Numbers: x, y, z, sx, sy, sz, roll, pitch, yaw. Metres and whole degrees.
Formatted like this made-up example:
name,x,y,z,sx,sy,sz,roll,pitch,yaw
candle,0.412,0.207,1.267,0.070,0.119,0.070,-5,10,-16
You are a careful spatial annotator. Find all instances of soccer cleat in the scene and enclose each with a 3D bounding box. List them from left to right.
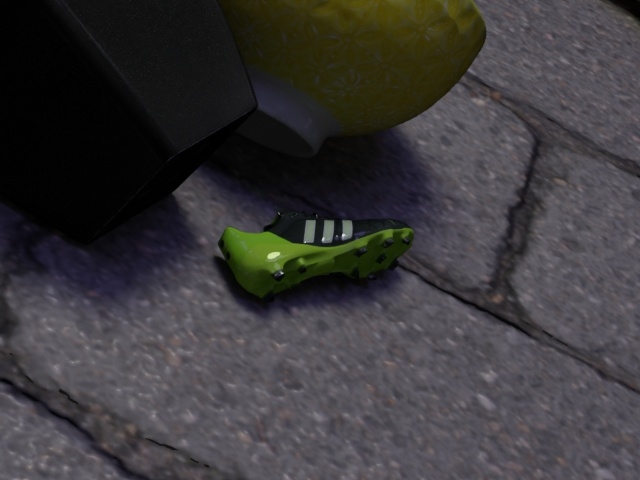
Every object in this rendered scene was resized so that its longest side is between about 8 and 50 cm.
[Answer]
name,x,y,z,sx,sy,sz,roll,pitch,yaw
soccer cleat,0.000,0.000,1.410,0.179,0.060,0.072,-11,51,-40

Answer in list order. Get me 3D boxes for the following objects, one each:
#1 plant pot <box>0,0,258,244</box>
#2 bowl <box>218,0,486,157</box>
name,x,y,z,sx,sy,sz,roll,pitch,yaw
plant pot,-0.163,-0.111,1.332,0.167,0.187,0.188,51,37,3
bowl,-0.022,-0.164,1.478,0.289,0.289,0.156,28,78,-5
